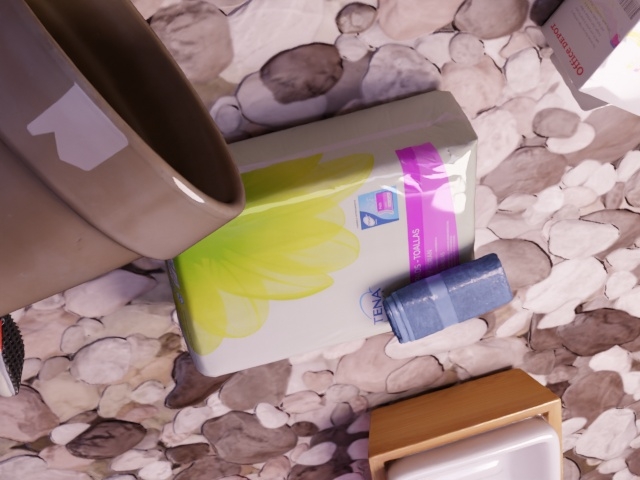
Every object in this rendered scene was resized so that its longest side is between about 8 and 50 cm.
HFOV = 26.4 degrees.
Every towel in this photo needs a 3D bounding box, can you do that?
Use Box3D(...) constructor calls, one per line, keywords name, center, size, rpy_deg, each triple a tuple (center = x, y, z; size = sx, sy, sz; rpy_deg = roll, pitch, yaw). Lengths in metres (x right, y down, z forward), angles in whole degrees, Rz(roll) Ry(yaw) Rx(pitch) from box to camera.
Box3D(name="towel", center=(0.119, 0.053, 1.293), size=(0.119, 0.029, 0.067), rpy_deg=(-21, 137, 0))

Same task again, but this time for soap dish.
Box3D(name="soap dish", center=(0.174, 0.287, 1.638), size=(0.229, 0.118, 0.291), rpy_deg=(-16, 137, -4))

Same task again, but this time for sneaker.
Box3D(name="sneaker", center=(-0.336, 0.092, 1.303), size=(0.075, 0.057, 0.161), rpy_deg=(-4, 139, 7))

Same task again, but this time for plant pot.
Box3D(name="plant pot", center=(-0.256, -0.067, 0.942), size=(0.280, 0.323, 0.323), rpy_deg=(-37, 135, 9))

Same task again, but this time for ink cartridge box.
Box3D(name="ink cartridge box", center=(0.274, -0.186, 1.208), size=(0.090, 0.092, 0.143), rpy_deg=(16, 128, -34))

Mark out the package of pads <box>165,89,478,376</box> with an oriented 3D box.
Box3D(name="package of pads", center=(0.000, 0.000, 1.289), size=(0.296, 0.101, 0.229), rpy_deg=(-14, 136, -8))
